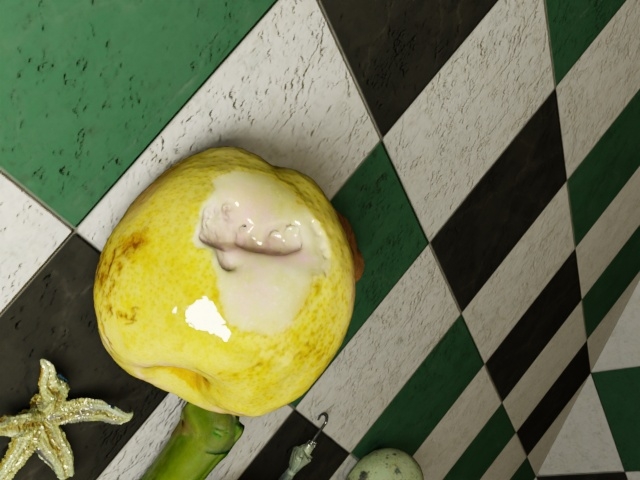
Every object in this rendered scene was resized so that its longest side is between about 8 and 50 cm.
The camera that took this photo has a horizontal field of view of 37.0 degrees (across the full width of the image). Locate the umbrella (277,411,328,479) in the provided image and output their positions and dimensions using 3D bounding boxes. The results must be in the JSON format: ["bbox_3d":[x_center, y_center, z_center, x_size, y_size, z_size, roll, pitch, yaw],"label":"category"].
[{"bbox_3d":[-0.059,0.409,1.634,0.044,0.044,0.269,28,97,-31],"label":"umbrella"}]

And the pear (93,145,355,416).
[{"bbox_3d":[-0.092,0.039,0.966,0.271,0.271,0.271,-37,148,-29],"label":"pear"}]

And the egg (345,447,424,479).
[{"bbox_3d":[0.122,0.492,1.904,0.181,0.141,0.141,-23,140,-32],"label":"egg"}]

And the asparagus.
[{"bbox_3d":[-0.200,0.320,1.254,0.343,0.082,0.085,-55,178,20],"label":"asparagus"}]

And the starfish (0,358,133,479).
[{"bbox_3d":[-0.304,0.216,1.027,0.176,0.053,0.208,-48,148,-12],"label":"starfish"}]

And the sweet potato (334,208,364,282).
[{"bbox_3d":[0.000,0.000,1.220,0.097,0.097,0.252,-47,153,-13],"label":"sweet potato"}]
